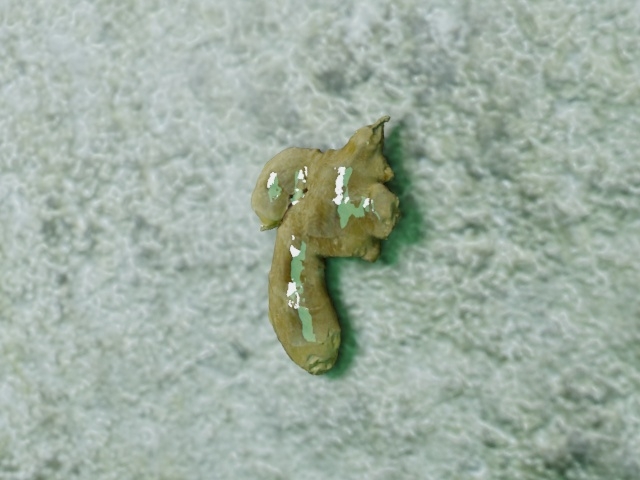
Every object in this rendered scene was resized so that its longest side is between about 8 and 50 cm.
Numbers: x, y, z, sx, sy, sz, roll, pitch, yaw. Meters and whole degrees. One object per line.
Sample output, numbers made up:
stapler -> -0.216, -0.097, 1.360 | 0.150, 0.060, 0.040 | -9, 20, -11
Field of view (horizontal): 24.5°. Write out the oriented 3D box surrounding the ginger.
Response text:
ginger -> 0.008, 0.006, 1.237 | 0.133, 0.059, 0.214 | -5, 88, 21
